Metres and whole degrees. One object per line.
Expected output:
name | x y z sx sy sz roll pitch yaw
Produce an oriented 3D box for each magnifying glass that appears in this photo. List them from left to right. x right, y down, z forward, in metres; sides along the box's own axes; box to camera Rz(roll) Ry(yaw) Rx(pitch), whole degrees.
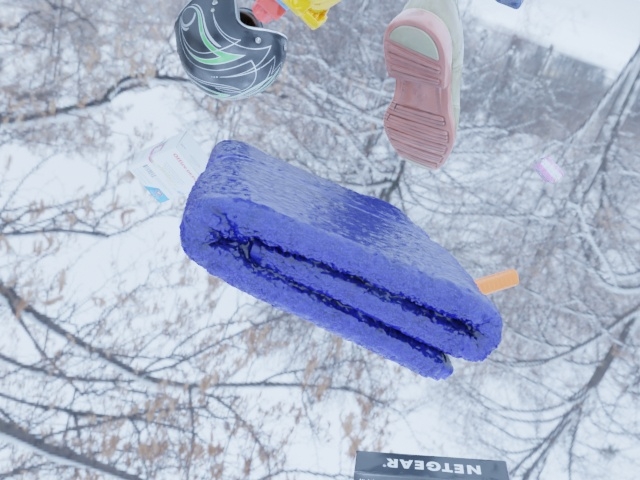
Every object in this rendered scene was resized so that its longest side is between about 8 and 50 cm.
magnifying glass | 0.213 0.087 0.978 0.231 0.092 0.026 -15 -177 -15

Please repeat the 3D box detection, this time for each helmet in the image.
helmet | -0.143 -0.309 0.998 0.161 0.169 0.169 58 -150 5

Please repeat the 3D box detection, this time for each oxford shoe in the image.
oxford shoe | 0.202 -0.272 1.091 0.140 0.146 0.397 24 157 17

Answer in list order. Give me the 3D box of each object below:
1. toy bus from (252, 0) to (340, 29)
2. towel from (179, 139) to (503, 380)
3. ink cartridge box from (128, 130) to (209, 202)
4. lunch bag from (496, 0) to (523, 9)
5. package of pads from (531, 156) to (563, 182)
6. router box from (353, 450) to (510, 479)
toy bus | 0.007 -0.314 0.598 0.149 0.211 0.220 37 -128 -23
towel | 0.000 0.000 0.520 0.228 0.076 0.308 21 -168 -11
ink cartridge box | -0.256 -0.126 1.066 0.122 0.088 0.052 -14 -142 32
lunch bag | 0.406 -0.540 1.288 0.067 0.065 0.098 33 178 22
package of pads | 0.458 -0.142 1.240 0.050 0.032 0.083 51 -169 2
router box | 0.128 0.323 0.727 0.179 0.133 0.046 2 -163 7
